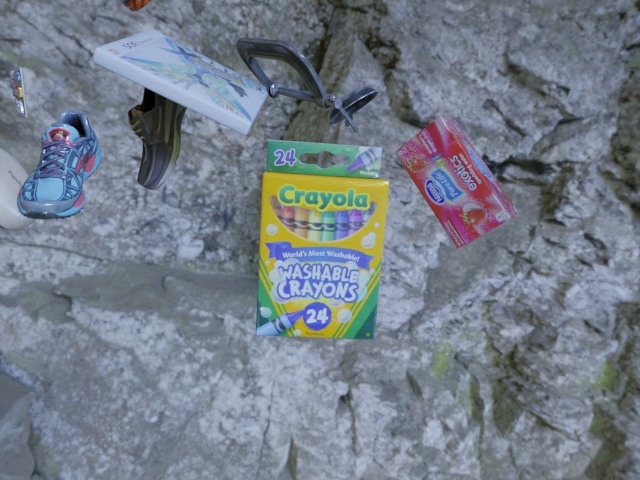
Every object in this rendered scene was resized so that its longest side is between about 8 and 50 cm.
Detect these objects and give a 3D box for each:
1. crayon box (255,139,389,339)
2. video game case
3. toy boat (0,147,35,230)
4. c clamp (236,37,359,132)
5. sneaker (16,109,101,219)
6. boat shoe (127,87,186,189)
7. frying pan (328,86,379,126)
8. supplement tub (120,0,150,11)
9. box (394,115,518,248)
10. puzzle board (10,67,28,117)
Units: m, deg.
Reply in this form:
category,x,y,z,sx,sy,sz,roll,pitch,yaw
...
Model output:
category,x,y,z,sx,sy,sz,roll,pitch,yaw
crayon box,0.000,0.000,0.714,0.202,0.324,0.083,3,11,-4
video game case,-0.291,-0.377,0.981,0.328,0.036,0.300,24,31,-13
toy boat,-0.910,-0.119,1.117,0.147,0.268,0.318,-18,26,10
c clamp,-0.038,-0.199,0.541,0.160,0.022,0.137,30,-9,35
sneaker,-0.470,-0.145,0.752,0.103,0.125,0.262,3,42,-16
boat shoe,-0.447,-0.316,1.130,0.130,0.356,0.132,10,8,-45
frying pan,0.124,-0.470,1.484,0.053,0.197,0.326,58,22,-5
supplement tub,-0.586,-0.803,1.116,0.207,0.207,0.338,23,-12,40
box,0.295,-0.126,0.919,0.122,0.128,0.257,-15,72,-56
puzzle board,-0.648,-0.318,0.909,0.011,0.097,0.128,-9,22,-40
